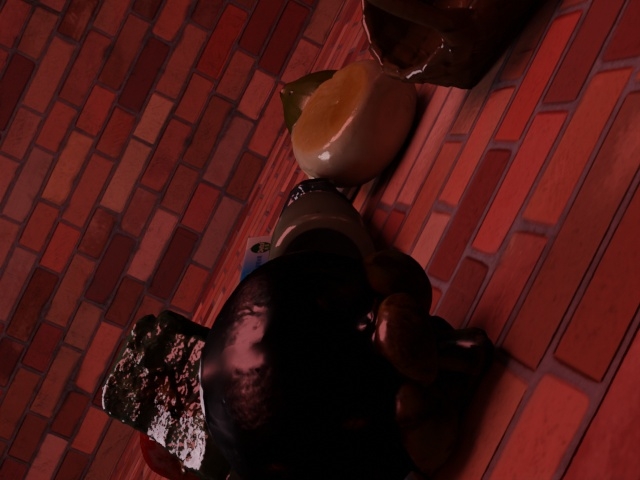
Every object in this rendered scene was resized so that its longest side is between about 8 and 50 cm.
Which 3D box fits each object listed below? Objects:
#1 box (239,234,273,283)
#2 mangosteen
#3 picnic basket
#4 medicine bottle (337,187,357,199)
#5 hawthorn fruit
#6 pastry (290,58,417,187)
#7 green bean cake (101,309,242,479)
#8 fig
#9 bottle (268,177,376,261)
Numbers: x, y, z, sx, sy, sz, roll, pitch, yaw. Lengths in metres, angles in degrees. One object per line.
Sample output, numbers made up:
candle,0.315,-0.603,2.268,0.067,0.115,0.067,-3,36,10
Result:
box,-0.112,0.096,1.814,0.194,0.073,0.139,-85,-12,-61
mangosteen,0.027,0.141,0.902,0.288,0.287,0.233,-77,-11,-47
picnic basket,0.126,-0.383,1.225,0.337,0.337,0.293,-54,47,41
medicine bottle,0.046,-0.117,1.764,0.208,0.053,0.090,-61,15,10
hawthorn fruit,-0.231,0.352,1.640,0.215,0.215,0.250,-59,17,23
pastry,0.060,-0.211,1.618,0.265,0.133,0.265,-39,35,35
green bean cake,-0.148,0.229,1.264,0.169,0.300,0.308,-65,11,-3
fig,0.007,-0.267,1.866,0.203,0.225,0.203,-56,-15,-24
bottle,0.000,-0.002,1.461,0.168,0.168,0.347,-61,9,13
